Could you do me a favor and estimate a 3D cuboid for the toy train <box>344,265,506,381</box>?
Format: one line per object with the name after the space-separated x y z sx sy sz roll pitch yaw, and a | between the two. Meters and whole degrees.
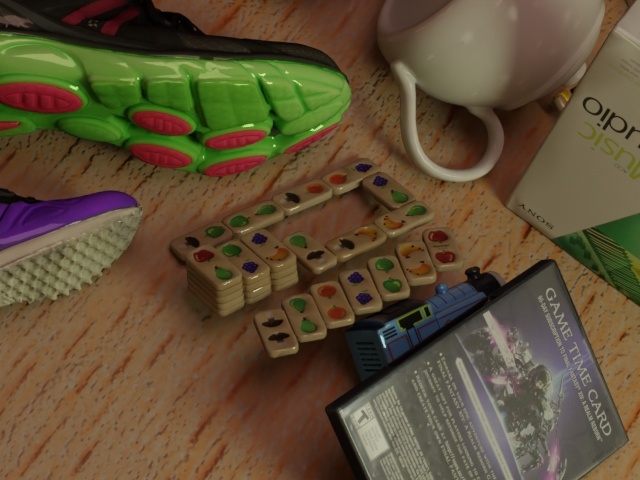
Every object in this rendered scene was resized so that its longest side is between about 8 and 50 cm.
0.115 0.093 1.739 0.184 0.080 0.105 -24 101 -27 | toy train

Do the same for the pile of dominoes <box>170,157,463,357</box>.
0.000 0.000 1.754 0.251 0.040 0.196 -25 43 -27 | pile of dominoes

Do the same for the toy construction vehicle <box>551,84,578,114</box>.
0.267 -0.168 1.993 0.098 0.035 0.086 -33 84 -27 | toy construction vehicle

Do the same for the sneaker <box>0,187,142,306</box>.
-0.304 -0.012 1.681 0.293 0.102 0.146 -21 67 -27 | sneaker

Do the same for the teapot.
0.190 -0.217 1.898 0.187 0.256 0.252 42 34 -20 | teapot

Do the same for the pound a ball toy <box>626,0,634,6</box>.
0.471 -0.243 2.034 0.208 0.135 0.319 -11 64 -22 | pound a ball toy

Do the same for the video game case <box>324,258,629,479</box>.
0.146 0.165 1.694 0.274 0.026 0.196 -32 106 -31 | video game case

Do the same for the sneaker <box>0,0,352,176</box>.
-0.199 -0.191 1.775 0.483 0.185 0.202 10 61 -12 | sneaker

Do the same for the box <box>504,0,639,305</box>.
0.321 -0.057 1.765 0.232 0.322 0.058 37 61 8 | box
